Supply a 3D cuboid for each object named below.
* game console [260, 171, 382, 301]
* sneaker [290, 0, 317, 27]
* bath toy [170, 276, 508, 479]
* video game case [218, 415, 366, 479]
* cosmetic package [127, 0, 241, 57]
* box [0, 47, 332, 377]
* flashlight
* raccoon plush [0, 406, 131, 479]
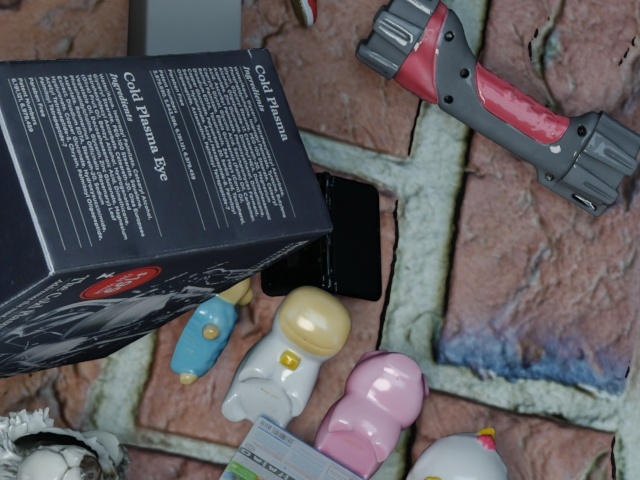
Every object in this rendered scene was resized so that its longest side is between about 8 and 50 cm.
[{"bbox_3d":[0.000,0.000,1.948,0.107,0.071,0.122,-6,73,15],"label":"game console"},{"bbox_3d":[-0.003,-0.278,2.010,0.067,0.042,0.118,-10,75,-14],"label":"sneaker"},{"bbox_3d":[0.036,0.148,1.860,0.348,0.151,0.129,35,34,-3],"label":"bath toy"},{"bbox_3d":[-0.034,0.234,1.753,0.119,0.015,0.166,32,33,1],"label":"video game case"},{"bbox_3d":[-0.134,-0.226,1.917,0.107,0.127,0.238,7,71,-13],"label":"cosmetic package"},{"bbox_3d":[-0.228,-0.010,1.659,0.312,0.343,0.179,-10,76,-47],"label":"box"},{"bbox_3d":[0.186,-0.150,1.993,0.304,0.103,0.103,30,66,-4],"label":"flashlight"},{"bbox_3d":[-0.361,0.225,1.648,0.299,0.446,0.216,16,76,-45],"label":"raccoon plush"}]
